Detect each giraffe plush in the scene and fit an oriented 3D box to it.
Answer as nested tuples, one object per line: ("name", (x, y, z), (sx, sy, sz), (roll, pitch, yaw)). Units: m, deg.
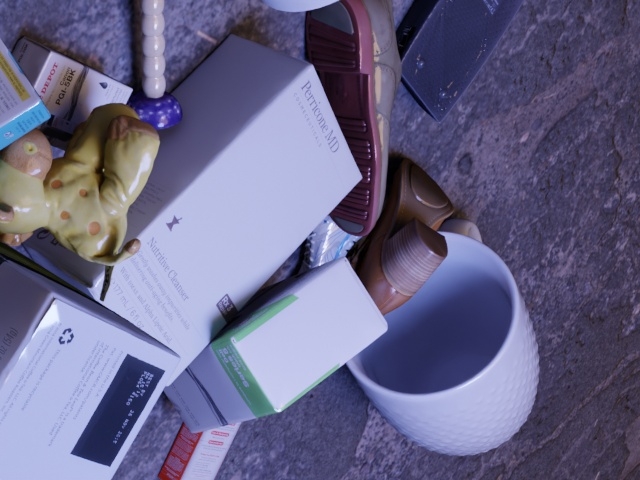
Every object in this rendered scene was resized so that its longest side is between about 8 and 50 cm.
("giraffe plush", (-0.286, -0.055, 1.486), (0.170, 0.181, 0.210), (14, 71, -29))

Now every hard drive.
("hard drive", (0.196, -0.315, 2.058), (0.254, 0.054, 0.172), (-56, 142, -8))

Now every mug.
("mug", (0.207, 0.143, 2.210), (0.328, 0.276, 0.374), (59, 35, -54))

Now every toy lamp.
("toy lamp", (-0.192, -0.266, 1.624), (0.080, 0.080, 0.274), (-24, 131, -39))

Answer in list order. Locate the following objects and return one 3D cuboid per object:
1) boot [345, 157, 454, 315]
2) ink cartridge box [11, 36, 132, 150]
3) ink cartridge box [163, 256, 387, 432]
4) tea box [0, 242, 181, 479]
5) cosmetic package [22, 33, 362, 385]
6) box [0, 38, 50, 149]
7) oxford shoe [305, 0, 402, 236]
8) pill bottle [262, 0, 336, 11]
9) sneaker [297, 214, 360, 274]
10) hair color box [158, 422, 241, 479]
("boot", (0.089, 0.018, 2.076), (0.109, 0.283, 0.220), (34, 118, -23))
("ink cartridge box", (-0.290, -0.155, 1.590), (0.135, 0.056, 0.099), (21, 96, -53))
("ink cartridge box", (-0.072, 0.140, 1.845), (0.198, 0.273, 0.114), (-35, 96, -30))
("tea box", (-0.382, 0.164, 1.457), (0.329, 0.323, 0.220), (-60, 143, -4))
("cosmetic package", (-0.147, -0.041, 1.744), (0.385, 0.156, 0.217), (-47, 138, -17))
("box", (-0.396, -0.101, 1.398), (0.244, 0.100, 0.060), (-33, 170, -6))
("oxford shoe", (0.066, -0.175, 1.925), (0.130, 0.123, 0.348), (-27, 126, -43))
("pill bottle", (-0.073, -0.447, 1.499), (0.229, 0.229, 0.407), (-49, 136, -17))
("sneaker", (0.000, 0.000, 2.027), (0.083, 0.071, 0.190), (33, 89, -27))
("hair color box", (-0.165, 0.284, 2.013), (0.072, 0.043, 0.141), (22, 96, -52))
